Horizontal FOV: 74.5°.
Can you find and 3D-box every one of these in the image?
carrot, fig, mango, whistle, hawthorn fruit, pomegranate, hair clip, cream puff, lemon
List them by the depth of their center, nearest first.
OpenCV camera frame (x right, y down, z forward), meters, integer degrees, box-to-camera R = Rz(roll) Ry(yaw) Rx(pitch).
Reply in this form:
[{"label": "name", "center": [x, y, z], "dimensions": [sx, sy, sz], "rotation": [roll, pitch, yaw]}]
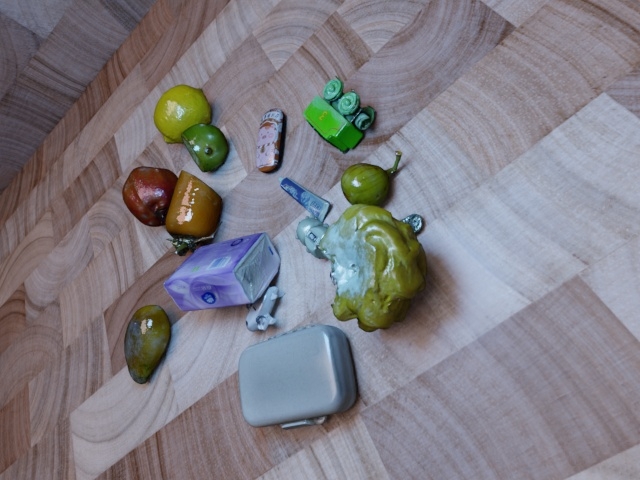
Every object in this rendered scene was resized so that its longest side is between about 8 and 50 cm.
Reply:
[{"label": "cream puff", "center": [0.167, 0.066, 1.104], "dimensions": [0.274, 0.269, 0.323], "rotation": [-25, 71, 46]}, {"label": "hair clip", "center": [0.203, -0.009, 1.256], "dimensions": [0.229, 0.036, 0.066], "rotation": [-28, 65, 16]}, {"label": "fig", "center": [0.151, -0.184, 1.301], "dimensions": [0.186, 0.148, 0.142], "rotation": [-31, 33, -23]}, {"label": "whistle", "center": [0.000, -0.002, 1.351], "dimensions": [0.253, 0.105, 0.102], "rotation": [41, 130, 43]}, {"label": "mango", "center": [-0.689, 0.407, 1.662], "dimensions": [0.192, 0.146, 0.316], "rotation": [17, 98, 38]}, {"label": "carrot", "center": [-0.499, -0.089, 1.664], "dimensions": [0.193, 0.214, 0.331], "rotation": [156, 131, -69]}, {"label": "pomegranate", "center": [-0.474, -0.389, 1.782], "dimensions": [0.159, 0.241, 0.190], "rotation": [-33, 77, -19]}, {"label": "hawthorn fruit", "center": [-0.703, -0.172, 1.786], "dimensions": [0.254, 0.254, 0.300], "rotation": [-43, 44, 15]}, {"label": "lemon", "center": [-0.617, -0.559, 1.879], "dimensions": [0.233, 0.233, 0.288], "rotation": [41, 102, 36]}]

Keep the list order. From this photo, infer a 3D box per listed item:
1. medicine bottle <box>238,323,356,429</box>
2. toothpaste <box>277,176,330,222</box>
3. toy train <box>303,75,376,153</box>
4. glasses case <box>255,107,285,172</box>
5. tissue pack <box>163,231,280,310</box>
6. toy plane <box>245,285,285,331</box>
[{"label": "medicine bottle", "center": [-0.081, 0.407, 1.255], "dimensions": [0.375, 0.123, 0.282], "rotation": [-22, 65, 26]}, {"label": "toothpaste", "center": [-0.066, -0.159, 1.486], "dimensions": [0.069, 0.047, 0.268], "rotation": [-49, 57, -4]}, {"label": "toy train", "center": [0.063, -0.426, 1.437], "dimensions": [0.188, 0.132, 0.243], "rotation": [-50, 52, 16]}, {"label": "glasses case", "center": [-0.193, -0.389, 1.632], "dimensions": [0.103, 0.067, 0.267], "rotation": [-7, 71, 31]}, {"label": "tissue pack", "center": [-0.337, 0.115, 1.457], "dimensions": [0.338, 0.160, 0.242], "rotation": [-12, 27, 31]}, {"label": "toy plane", "center": [-0.192, 0.232, 1.417], "dimensions": [0.174, 0.080, 0.174], "rotation": [-30, 46, 36]}]
